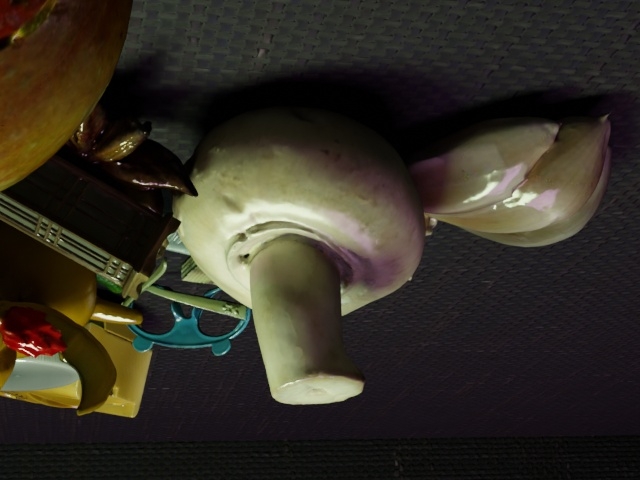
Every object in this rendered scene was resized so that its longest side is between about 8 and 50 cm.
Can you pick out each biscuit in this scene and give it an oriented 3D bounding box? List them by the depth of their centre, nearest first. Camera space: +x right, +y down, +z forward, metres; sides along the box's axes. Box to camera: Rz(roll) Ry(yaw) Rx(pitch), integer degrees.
[{"bbox_3d":[-0.115,0.050,1.883,0.199,0.040,0.121,10,156,-22],"label":"biscuit"}]

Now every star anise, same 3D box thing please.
[{"bbox_3d":[-0.252,-0.124,1.332,0.272,0.102,0.272,19,154,10],"label":"star anise"}]

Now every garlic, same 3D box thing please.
[{"bbox_3d":[0.245,-0.069,1.512,0.325,0.132,0.279,-10,167,32],"label":"garlic"}]

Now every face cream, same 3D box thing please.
[{"bbox_3d":[-0.474,0.125,1.826,0.201,0.187,0.201,-3,160,-1],"label":"face cream"}]

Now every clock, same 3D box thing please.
[{"bbox_3d":[-0.490,0.201,2.061,0.317,0.200,0.244,-2,158,21],"label":"clock"}]

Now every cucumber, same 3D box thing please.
[{"bbox_3d":[-0.347,0.051,1.867,0.037,0.037,0.155,-8,161,12],"label":"cucumber"}]

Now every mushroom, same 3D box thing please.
[{"bbox_3d":[-0.004,-0.002,1.412,0.315,0.356,0.315,-39,171,-7],"label":"mushroom"}]

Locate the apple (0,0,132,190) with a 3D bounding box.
[{"bbox_3d":[-0.325,-0.204,0.797,0.401,0.333,0.400,14,155,6],"label":"apple"}]

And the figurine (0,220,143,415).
[{"bbox_3d":[-0.418,0.091,1.528,0.268,0.401,0.387,-55,174,22],"label":"figurine"}]

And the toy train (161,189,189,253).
[{"bbox_3d":[-0.216,-0.034,1.588,0.409,0.089,0.086,16,147,-41],"label":"toy train"}]

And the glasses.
[{"bbox_3d":[-0.237,0.077,1.839,0.239,0.102,0.206,2,133,23],"label":"glasses"}]

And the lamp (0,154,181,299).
[{"bbox_3d":[-0.323,-0.057,1.304,0.325,0.090,0.089,31,151,-6],"label":"lamp"}]
